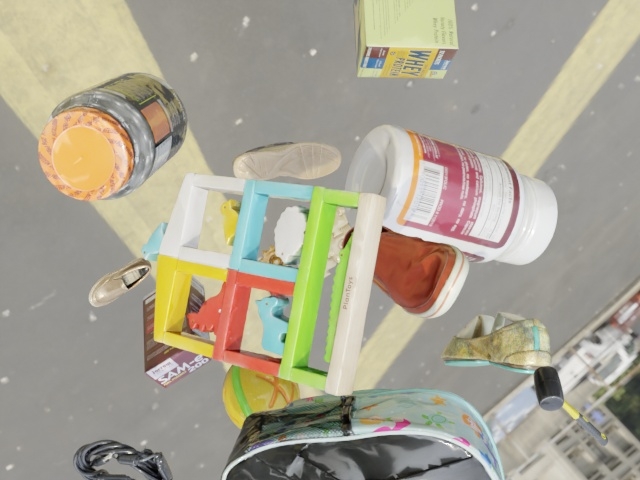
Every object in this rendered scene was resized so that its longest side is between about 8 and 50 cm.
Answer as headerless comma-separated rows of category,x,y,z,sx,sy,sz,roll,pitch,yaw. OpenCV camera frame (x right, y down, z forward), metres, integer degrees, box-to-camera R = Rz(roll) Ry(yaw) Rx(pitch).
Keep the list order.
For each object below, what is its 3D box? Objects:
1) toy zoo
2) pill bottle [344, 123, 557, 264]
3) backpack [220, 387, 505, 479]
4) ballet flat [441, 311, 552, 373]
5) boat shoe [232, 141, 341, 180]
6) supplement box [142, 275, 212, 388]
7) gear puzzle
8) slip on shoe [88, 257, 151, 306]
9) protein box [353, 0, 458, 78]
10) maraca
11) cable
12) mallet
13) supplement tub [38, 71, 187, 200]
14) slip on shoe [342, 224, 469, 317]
toy zoo,-0.078,0.032,0.771,0.030,0.293,0.192,13,86,-55
pill bottle,0.266,-0.080,1.496,0.392,0.224,0.224,14,126,-24
backpack,0.057,0.255,0.724,0.254,0.225,0.191,-13,-169,16
ballet flat,0.345,0.201,1.477,0.123,0.123,0.348,-31,-178,-16
boat shoe,-0.091,-0.212,1.928,0.285,0.092,0.102,-10,117,-12
supplement box,-0.315,0.188,1.615,0.130,0.239,0.073,-33,127,12
gear puzzle,0.000,0.000,1.914,0.339,0.175,0.044,-30,-175,-3
slip on shoe,-0.385,0.083,1.427,0.135,0.041,0.051,-32,116,-14
protein box,0.186,-0.482,1.656,0.201,0.199,0.136,0,164,-6
maraca,-0.074,0.215,1.039,0.099,0.127,0.186,-25,167,14
cable,-0.308,0.375,1.175,0.151,0.047,0.184,1,141,5
mallet,0.385,0.255,1.132,0.039,0.062,0.190,-32,129,28
supplement tub,-0.395,-0.203,1.435,0.207,0.207,0.338,-51,-172,19
slip on shoe,0.123,0.038,1.165,0.101,0.331,0.123,24,92,-22
